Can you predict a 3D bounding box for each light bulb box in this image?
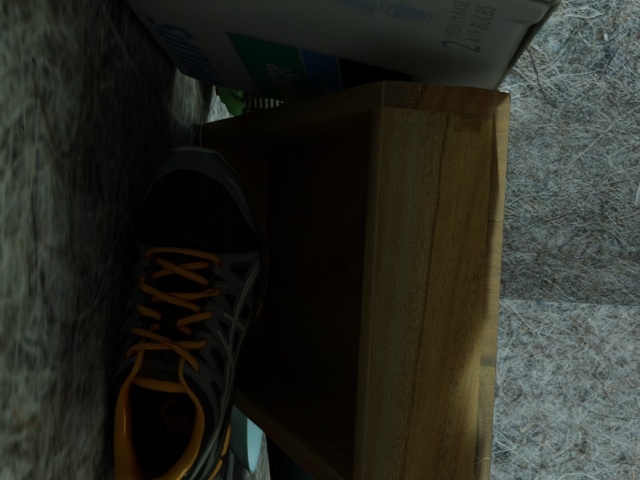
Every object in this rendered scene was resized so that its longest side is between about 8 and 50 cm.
[{"bbox_3d":[0.043,-0.271,0.578,0.358,0.225,0.361,54,52,-85],"label":"light bulb box"}]

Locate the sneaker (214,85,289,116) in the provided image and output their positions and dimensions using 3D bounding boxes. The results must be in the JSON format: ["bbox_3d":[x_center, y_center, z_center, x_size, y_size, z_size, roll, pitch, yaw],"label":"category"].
[{"bbox_3d":[0.074,-0.292,0.915,0.483,0.202,0.185,-54,-178,-18],"label":"sneaker"}]

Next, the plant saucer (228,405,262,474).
[{"bbox_3d":[-0.080,0.142,1.075,0.195,0.037,0.195,2,90,-87],"label":"plant saucer"}]

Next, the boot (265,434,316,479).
[{"bbox_3d":[0.001,0.193,1.162,0.445,0.146,0.367,-94,-174,-54],"label":"boot"}]

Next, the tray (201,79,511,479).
[{"bbox_3d":[-0.007,0.018,0.674,0.411,0.076,0.203,-170,-98,-71],"label":"tray"}]

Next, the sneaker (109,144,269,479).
[{"bbox_3d":[-0.079,0.053,0.600,0.083,0.084,0.215,-28,122,-81],"label":"sneaker"}]
